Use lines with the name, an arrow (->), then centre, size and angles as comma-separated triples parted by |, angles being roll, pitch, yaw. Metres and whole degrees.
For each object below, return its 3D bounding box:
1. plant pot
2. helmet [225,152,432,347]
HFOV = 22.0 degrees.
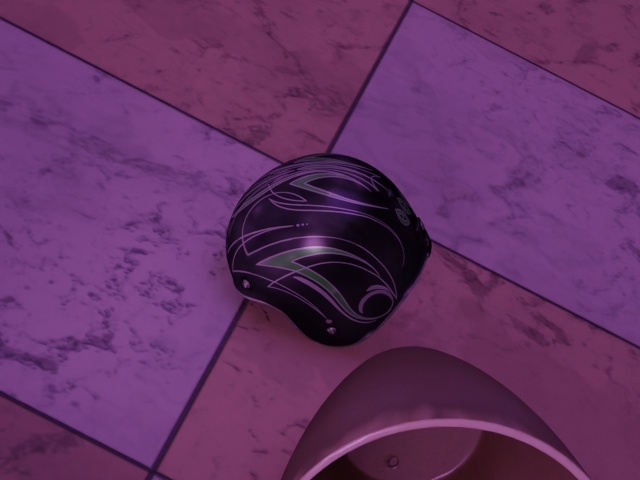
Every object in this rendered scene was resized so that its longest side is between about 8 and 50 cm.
plant pot -> 0.077, 0.192, 1.258 | 0.256, 0.256, 0.274 | 21, 18, -10
helmet -> 0.000, 0.000, 1.516 | 0.161, 0.169, 0.169 | 37, 31, -16
